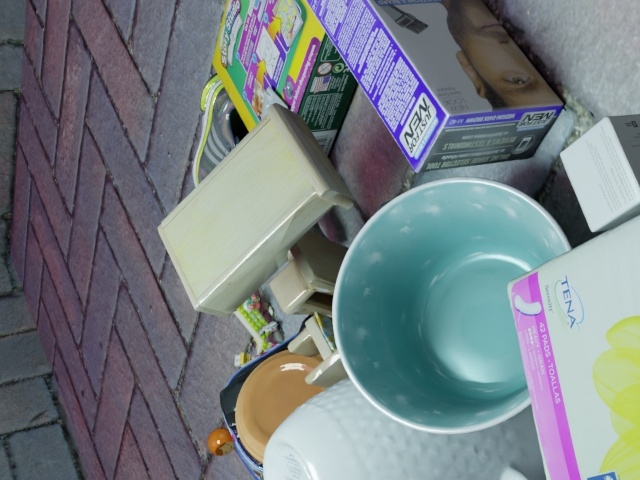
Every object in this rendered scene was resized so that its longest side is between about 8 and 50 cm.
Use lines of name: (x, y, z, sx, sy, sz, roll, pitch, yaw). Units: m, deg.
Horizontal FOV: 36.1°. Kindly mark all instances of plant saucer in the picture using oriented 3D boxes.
plant saucer: (-0.044, 0.257, 1.532, 0.200, 0.200, 0.037, 58, -178, 34)

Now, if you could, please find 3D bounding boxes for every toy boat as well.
toy boat: (-0.164, 0.412, 2.052, 0.231, 0.151, 0.151, 18, 115, 58)

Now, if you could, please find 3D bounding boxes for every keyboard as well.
keyboard: (-0.085, -0.134, 1.673, 0.072, 0.014, 0.256, 46, 141, 37)

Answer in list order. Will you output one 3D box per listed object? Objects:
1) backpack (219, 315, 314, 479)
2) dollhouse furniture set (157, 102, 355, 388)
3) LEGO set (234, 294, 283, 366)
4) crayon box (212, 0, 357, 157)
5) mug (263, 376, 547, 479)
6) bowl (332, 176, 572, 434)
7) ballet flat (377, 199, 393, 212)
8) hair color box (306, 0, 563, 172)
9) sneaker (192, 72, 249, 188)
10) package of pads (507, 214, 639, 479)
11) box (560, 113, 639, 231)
backpack: (-0.028, 0.289, 1.656, 0.276, 0.263, 0.213, 57, 160, 35)
dollhouse furniture set: (0.000, 0.000, 1.464, 0.256, 0.394, 0.362, -43, 55, 19)
LEGO set: (-0.120, 0.191, 1.946, 0.107, 0.132, 0.287, -25, 70, 52)
crayon box: (-0.054, -0.342, 1.663, 0.313, 0.106, 0.363, 62, 148, 31)
mug: (0.127, 0.318, 1.314, 0.374, 0.328, 0.276, 23, 119, 57)
bowl: (0.189, 0.091, 1.229, 0.312, 0.163, 0.311, -8, 72, 27)
ballet flat: (0.144, 0.033, 1.472, 0.079, 0.077, 0.221, 85, 162, -49)
hair color box: (0.137, -0.248, 1.264, 0.339, 0.185, 0.110, 62, 145, 29)
sneaker: (-0.180, -0.177, 1.947, 0.121, 0.111, 0.300, 37, 132, 46)
package of pads: (0.309, 0.136, 0.946, 0.229, 0.101, 0.296, -36, 57, 51)
box: (0.334, -0.074, 1.050, 0.087, 0.101, 0.102, -47, 57, 56)
